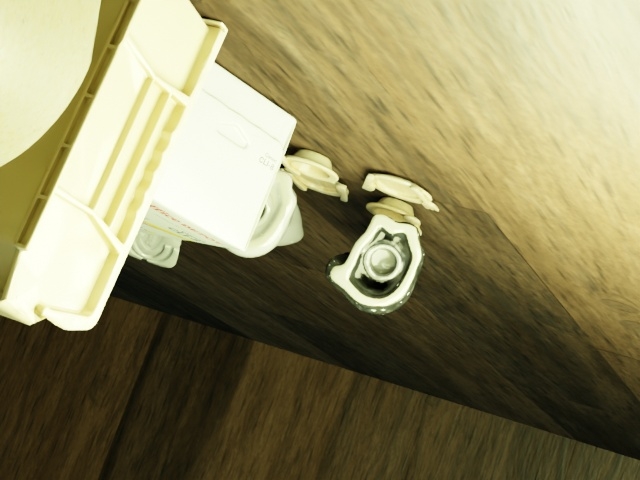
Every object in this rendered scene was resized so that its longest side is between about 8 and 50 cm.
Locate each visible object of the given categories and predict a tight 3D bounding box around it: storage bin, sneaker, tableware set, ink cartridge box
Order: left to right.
[{"bbox_3d":[-0.246,-0.092,0.955,0.262,0.260,0.123,17,165,20],"label":"storage bin"},{"bbox_3d":[-0.137,-0.079,1.160,0.176,0.127,0.128,8,163,45],"label":"ink cartridge box"},{"bbox_3d":[-0.151,-0.060,1.422,0.090,0.095,0.235,27,148,-12],"label":"sneaker"},{"bbox_3d":[0.032,-0.048,1.292,0.168,0.020,0.141,19,169,12],"label":"tableware set"}]

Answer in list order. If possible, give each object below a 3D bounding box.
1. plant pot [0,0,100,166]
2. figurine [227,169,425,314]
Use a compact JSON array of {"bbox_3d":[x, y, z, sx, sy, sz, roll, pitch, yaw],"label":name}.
[{"bbox_3d":[-0.259,-0.149,0.649,0.333,0.334,0.305,17,180,16],"label":"plant pot"},{"bbox_3d":[0.000,0.000,1.362,0.215,0.092,0.209,23,179,6],"label":"figurine"}]
